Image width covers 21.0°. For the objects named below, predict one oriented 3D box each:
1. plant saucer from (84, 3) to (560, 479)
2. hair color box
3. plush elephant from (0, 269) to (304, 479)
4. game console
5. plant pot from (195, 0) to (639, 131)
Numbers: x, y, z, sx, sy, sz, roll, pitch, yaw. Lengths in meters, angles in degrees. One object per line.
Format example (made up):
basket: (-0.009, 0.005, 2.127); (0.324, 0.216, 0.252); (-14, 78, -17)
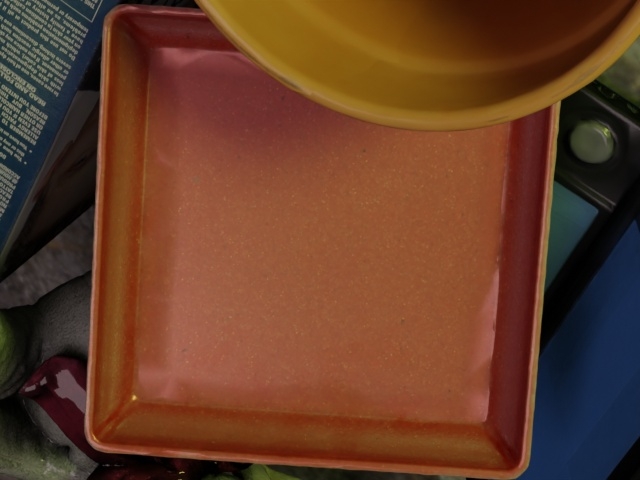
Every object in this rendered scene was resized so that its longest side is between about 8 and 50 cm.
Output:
plant saucer: (0.000, 0.000, 0.996); (0.258, 0.048, 0.259); (4, 99, 1)
hair color box: (-0.156, -0.138, 1.090); (0.105, 0.174, 0.347); (37, 129, 5)
plush elephant: (-0.112, 0.148, 1.152); (0.255, 0.272, 0.330); (61, 164, 14)
game console: (0.099, 0.053, 1.057); (0.250, 0.173, 0.293); (34, 127, 8)
plant pot: (0.076, -0.225, 0.886); (0.291, 0.203, 0.290); (11, 118, 22)
